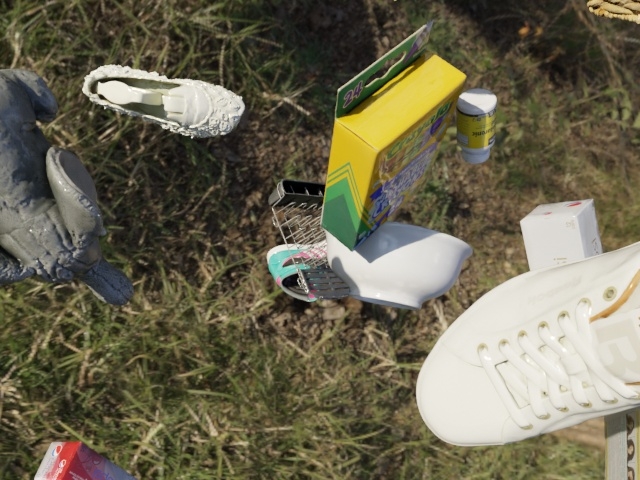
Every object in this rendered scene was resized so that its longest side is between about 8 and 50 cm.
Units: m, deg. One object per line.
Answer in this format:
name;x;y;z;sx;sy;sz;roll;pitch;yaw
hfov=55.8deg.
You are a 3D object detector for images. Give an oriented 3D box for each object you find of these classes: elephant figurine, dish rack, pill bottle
elephant figurine;-0.268;-0.030;0.565;0.239;0.169;0.186;56;35;-4
dish rack;0.000;0.000;1.355;0.208;0.074;0.272;0;63;-50
pill bottle;0.260;-0.188;1.011;0.065;0.065;0.116;-60;151;-35

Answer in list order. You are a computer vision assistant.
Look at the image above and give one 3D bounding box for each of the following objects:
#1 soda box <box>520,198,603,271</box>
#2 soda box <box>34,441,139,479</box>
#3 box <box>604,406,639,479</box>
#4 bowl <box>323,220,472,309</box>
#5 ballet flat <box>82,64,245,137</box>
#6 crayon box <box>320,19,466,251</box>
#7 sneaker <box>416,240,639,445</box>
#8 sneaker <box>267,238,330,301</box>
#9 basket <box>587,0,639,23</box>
soda box;0.311;0.064;0.746;0.074;0.069;0.216;-28;106;-47
soda box;-0.450;0.511;1.245;0.263;0.092;0.083;54;38;-36
box;0.364;0.227;0.643;0.244;0.060;0.101;65;32;-67
bowl;0.137;0.057;1.177;0.298;0.298;0.134;19;78;-39
ballet flat;-0.399;-0.342;1.503;0.408;0.147;0.147;12;63;5
crayon box;0.105;-0.142;0.922;0.083;0.323;0.203;40;65;18
sneaker;0.168;0.058;0.380;0.106;0.290;0.123;59;27;12
sneaker;0.002;0.082;1.708;0.178;0.295;0.124;-103;-176;-48
basket;0.513;-0.374;0.723;0.223;0.299;0.214;-15;122;-13
